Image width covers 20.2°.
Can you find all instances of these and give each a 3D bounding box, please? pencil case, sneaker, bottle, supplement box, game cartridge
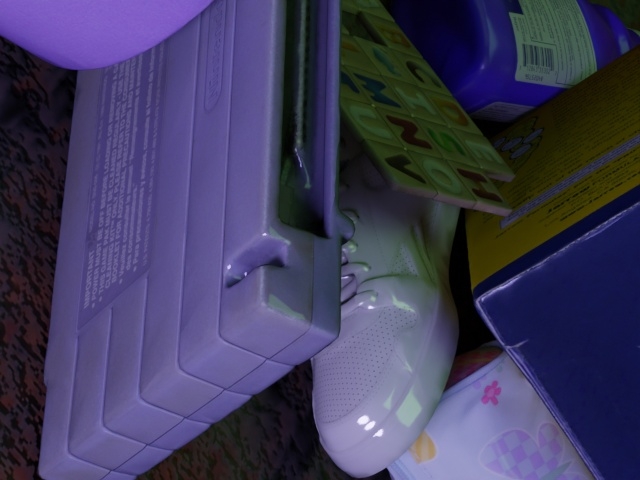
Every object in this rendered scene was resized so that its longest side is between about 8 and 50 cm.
[{"bbox_3d":[0.132,0.200,1.141,0.124,0.113,0.273,-30,94,-24],"label":"pencil case"},{"bbox_3d":[0.000,0.000,1.115,0.169,0.108,0.292,41,32,-25],"label":"sneaker"},{"bbox_3d":[0.171,-0.150,1.418,0.283,0.092,0.118,0,69,-51],"label":"bottle"},{"bbox_3d":[0.224,0.013,1.192,0.194,0.195,0.356,56,12,-12],"label":"supplement box"},{"bbox_3d":[-0.065,-0.062,0.955,0.068,0.230,0.355,18,54,-24],"label":"game cartridge"}]

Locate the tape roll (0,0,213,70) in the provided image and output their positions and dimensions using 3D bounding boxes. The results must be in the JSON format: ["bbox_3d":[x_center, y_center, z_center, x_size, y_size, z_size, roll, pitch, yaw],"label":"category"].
[{"bbox_3d":[-0.111,-0.233,0.961,0.090,0.274,0.275,28,49,-39],"label":"tape roll"}]

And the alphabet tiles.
[{"bbox_3d":[0.025,-0.107,1.133,0.198,0.009,0.237,11,37,-49],"label":"alphabet tiles"}]
